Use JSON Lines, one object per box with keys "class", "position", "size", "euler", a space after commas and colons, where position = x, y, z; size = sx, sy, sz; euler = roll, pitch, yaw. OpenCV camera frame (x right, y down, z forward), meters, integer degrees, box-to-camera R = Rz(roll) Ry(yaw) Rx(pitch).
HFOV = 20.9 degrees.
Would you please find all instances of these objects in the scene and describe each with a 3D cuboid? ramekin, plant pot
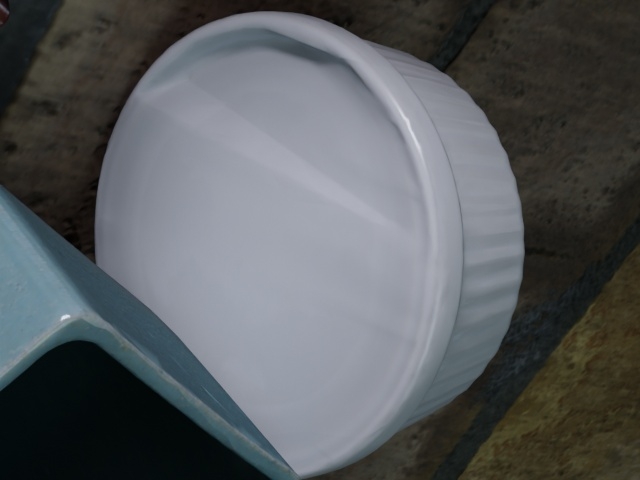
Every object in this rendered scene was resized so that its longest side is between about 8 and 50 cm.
{"class": "ramekin", "position": [0.000, 0.000, 1.039], "size": [0.127, 0.273, 0.273], "euler": [-7, 135, -49]}
{"class": "plant pot", "position": [-0.212, 0.083, 0.949], "size": [0.248, 0.252, 0.247], "euler": [-40, 144, 2]}

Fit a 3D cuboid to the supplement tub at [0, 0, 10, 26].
{"class": "supplement tub", "position": [-0.258, -0.094, 0.849], "size": [0.198, 0.106, 0.106], "euler": [-36, 143, -1]}
